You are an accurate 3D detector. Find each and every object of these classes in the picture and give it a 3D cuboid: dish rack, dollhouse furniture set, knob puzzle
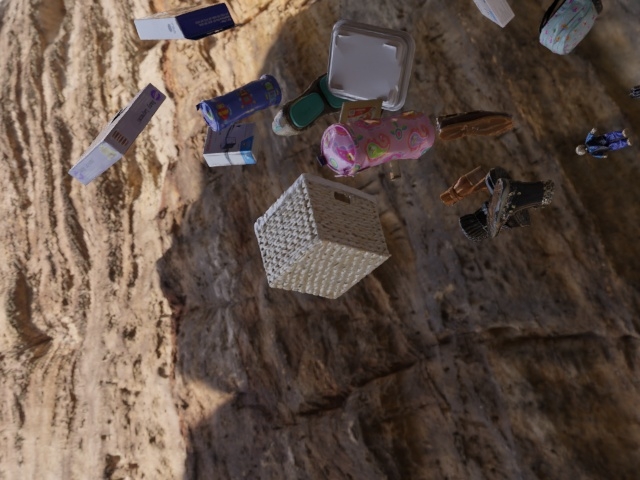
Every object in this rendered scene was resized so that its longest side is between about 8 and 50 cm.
[{"bbox_3d":[0.165,-0.637,1.862,0.072,0.332,0.286,-40,-36,-51],"label":"dish rack"},{"bbox_3d":[0.202,-0.321,2.112,0.212,0.241,0.161,-72,-30,-69],"label":"dollhouse furniture set"},{"bbox_3d":[0.127,-0.401,1.779,0.213,0.213,0.030,25,-164,-50],"label":"knob puzzle"}]

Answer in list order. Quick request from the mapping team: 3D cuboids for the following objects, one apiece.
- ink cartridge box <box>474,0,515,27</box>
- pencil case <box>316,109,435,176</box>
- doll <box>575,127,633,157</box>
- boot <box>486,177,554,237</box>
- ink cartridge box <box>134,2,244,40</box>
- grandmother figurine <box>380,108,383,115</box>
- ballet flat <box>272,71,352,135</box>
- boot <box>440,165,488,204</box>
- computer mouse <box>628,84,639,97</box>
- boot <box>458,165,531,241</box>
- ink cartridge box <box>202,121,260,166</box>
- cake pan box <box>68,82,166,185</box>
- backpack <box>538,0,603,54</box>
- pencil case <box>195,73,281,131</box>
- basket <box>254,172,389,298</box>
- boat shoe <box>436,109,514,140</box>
[{"bbox_3d":[0.561,-0.943,1.859,0.296,0.066,0.261,26,-153,-45],"label":"ink cartridge box"},{"bbox_3d":[0.133,-0.225,1.165,0.284,0.124,0.124,-21,-90,-37],"label":"pencil case"},{"bbox_3d":[1.037,-0.360,1.870,0.129,0.189,0.046,53,-124,-15],"label":"doll"},{"bbox_3d":[0.654,-0.105,1.673,0.085,0.178,0.237,-94,1,-47],"label":"boot"},{"bbox_3d":[-0.374,-0.612,1.420,0.165,0.332,0.065,-34,-52,-31],"label":"ink cartridge box"},{"bbox_3d":[0.235,-0.607,2.244,0.342,0.104,0.208,-168,59,-77],"label":"grandmother figurine"},{"bbox_3d":[-0.019,-0.554,2.039,0.483,0.182,0.164,-41,-71,-34],"label":"ballet flat"},{"bbox_3d":[0.658,-0.223,2.265,0.109,0.220,0.283,58,-159,13],"label":"boot"},{"bbox_3d":[0.964,-0.376,1.327,0.261,0.184,0.060,21,-103,-24],"label":"computer mouse"},{"bbox_3d":[0.676,-0.132,2.075,0.348,0.260,0.131,48,-138,-32],"label":"boot"},{"bbox_3d":[-0.333,-0.361,1.913,0.082,0.190,0.140,72,-161,-60],"label":"ink cartridge box"},{"bbox_3d":[-0.568,-0.301,1.430,0.070,0.245,0.267,44,-131,-30],"label":"cake pan box"},{"bbox_3d":[0.744,-0.653,1.514,0.152,0.182,0.115,15,-149,-49],"label":"backpack"},{"bbox_3d":[-0.290,-0.496,1.837,0.306,0.133,0.119,-32,-82,-26],"label":"pencil case"},{"bbox_3d":[0.000,0.000,1.720,0.328,0.331,0.267,14,-130,-36],"label":"basket"},{"bbox_3d":[0.426,-0.333,1.412,0.073,0.206,0.073,81,-174,-55],"label":"boat shoe"}]
